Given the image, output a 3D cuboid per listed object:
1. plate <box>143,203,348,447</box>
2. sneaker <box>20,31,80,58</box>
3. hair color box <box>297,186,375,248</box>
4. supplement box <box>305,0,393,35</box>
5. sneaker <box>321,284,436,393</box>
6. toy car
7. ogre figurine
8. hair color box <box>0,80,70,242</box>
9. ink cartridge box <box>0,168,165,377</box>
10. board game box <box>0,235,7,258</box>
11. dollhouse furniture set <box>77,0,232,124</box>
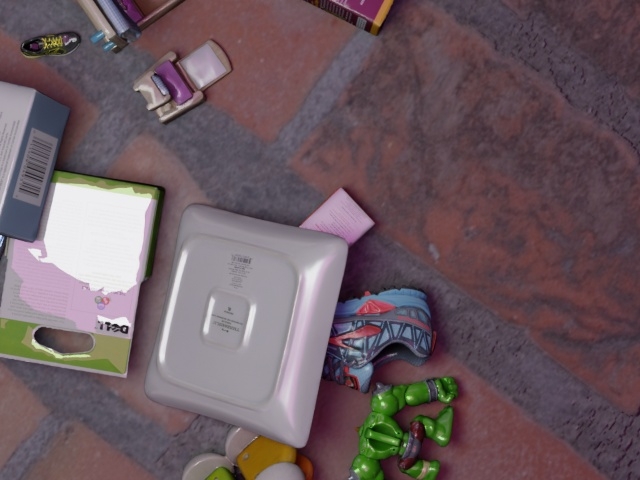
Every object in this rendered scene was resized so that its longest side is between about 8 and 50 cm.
[{"bbox_3d":[-0.111,0.105,1.810,0.277,0.045,0.278,13,91,34],"label":"plate"},{"bbox_3d":[-0.368,-0.264,1.878,0.083,0.035,0.031,-14,92,0],"label":"sneaker"},{"bbox_3d":[0.000,0.000,1.880,0.141,0.043,0.072,-43,91,-1],"label":"hair color box"},{"bbox_3d":[0.012,-0.354,1.844,0.188,0.104,0.081,27,90,-1],"label":"supplement box"},{"bbox_3d":[0.027,0.144,1.834,0.261,0.104,0.125,-15,67,0],"label":"sneaker"},{"bbox_3d":[-0.089,0.341,1.850,0.182,0.159,0.136,-39,127,0],"label":"toy car"},{"bbox_3d":[0.109,0.270,1.861,0.118,0.097,0.197,19,102,-12],"label":"ogre figurine"},{"bbox_3d":[-0.531,-0.132,1.788,0.374,0.113,0.185,14,86,16],"label":"hair color box"},{"bbox_3d":[-0.324,0.039,1.855,0.188,0.097,0.255,10,92,-1],"label":"ink cartridge box"},{"bbox_3d":[-0.549,0.019,1.881,0.211,0.039,0.160,22,90,1],"label":"board game box"},{"bbox_3d":[-0.212,-0.324,1.745,0.198,0.303,0.286,-35,91,1],"label":"dollhouse furniture set"}]
